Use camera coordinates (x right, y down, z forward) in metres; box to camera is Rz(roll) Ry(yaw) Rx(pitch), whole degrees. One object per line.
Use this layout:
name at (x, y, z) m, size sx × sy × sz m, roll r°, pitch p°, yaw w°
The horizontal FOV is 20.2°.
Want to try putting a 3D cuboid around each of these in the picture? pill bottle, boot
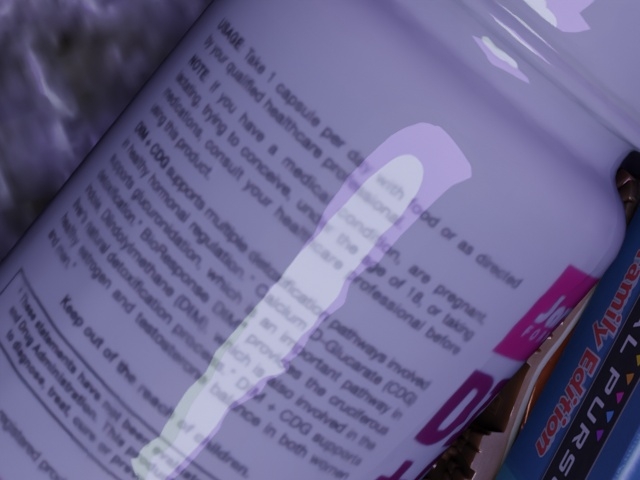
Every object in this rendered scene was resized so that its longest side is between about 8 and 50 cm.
pill bottle at (0.000, 0.000, 0.611) m, size 0.160 × 0.160 × 0.283 m, roll 38°, pitch 100°, yaw -12°
boot at (0.101, 0.051, 0.692) m, size 0.085 × 0.059 × 0.158 m, roll 20°, pitch 103°, yaw -22°

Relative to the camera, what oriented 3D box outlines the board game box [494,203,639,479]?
board game box at (0.243, 0.104, 0.669) m, size 0.336 × 0.079 × 0.253 m, roll 21°, pitch 103°, yaw -20°
